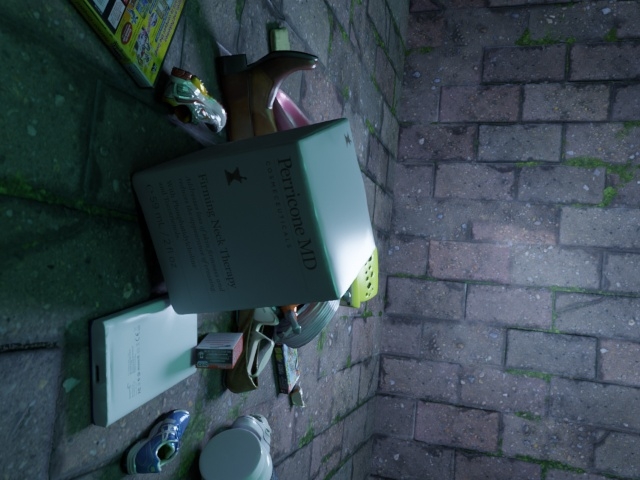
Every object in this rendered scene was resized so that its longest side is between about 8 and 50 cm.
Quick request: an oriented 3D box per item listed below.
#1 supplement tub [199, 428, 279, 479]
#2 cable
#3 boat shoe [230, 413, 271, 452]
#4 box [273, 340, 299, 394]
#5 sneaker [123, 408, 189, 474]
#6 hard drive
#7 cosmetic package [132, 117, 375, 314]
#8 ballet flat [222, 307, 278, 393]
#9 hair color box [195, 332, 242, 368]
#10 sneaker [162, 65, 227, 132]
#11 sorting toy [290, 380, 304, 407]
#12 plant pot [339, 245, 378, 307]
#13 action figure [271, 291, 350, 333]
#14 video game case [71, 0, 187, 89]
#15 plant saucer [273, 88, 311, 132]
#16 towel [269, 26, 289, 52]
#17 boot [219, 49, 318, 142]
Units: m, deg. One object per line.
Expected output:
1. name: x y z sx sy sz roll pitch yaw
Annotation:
1. supplement tub: -0.212 0.662 1.528 0.191 0.191 0.272 -64 152 -47
2. cable: -0.044 0.241 1.866 0.089 0.257 0.257 48 5 -14
3. boat shoe: -0.198 0.572 1.706 0.267 0.096 0.088 71 25 -51
4. box: -0.119 0.429 1.994 0.114 0.036 0.207 -53 143 -57
5. sneaker: -0.347 0.456 1.262 0.211 0.081 0.080 -46 134 -64
6. hard drive: -0.370 0.236 1.215 0.318 0.040 0.210 -19 112 -70
7. cosmetic package: -0.127 -0.059 1.253 0.327 0.393 0.329 -44 123 -63
8. ballet flat: -0.189 0.271 1.623 0.116 0.124 0.342 48 49 -62
9. hair color box: -0.253 0.275 1.414 0.167 0.093 0.053 -77 168 -87
10. sneaker: -0.295 -0.306 1.295 0.093 0.088 0.225 -62 157 -6
11. sorting toy: -0.083 0.577 2.127 0.075 0.045 0.083 -70 156 -58
12. plant pot: 0.092 0.143 2.287 0.207 0.228 0.227 -38 129 -56
13. action figure: -0.053 0.123 1.738 0.341 0.330 0.178 -43 122 -15
14. video game case: -0.364 -0.486 1.105 0.248 0.035 0.275 58 39 -59
15. plant saucer: -0.076 -0.316 1.705 0.332 0.084 0.332 50 14 -18
16. towel: -0.128 -0.598 1.785 0.110 0.027 0.148 -51 141 -58
17. boot: -0.126 -0.353 1.486 0.096 0.264 0.280 -107 -170 -68
